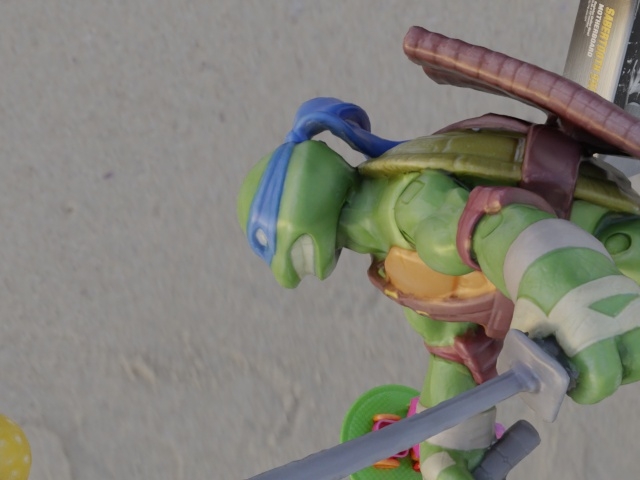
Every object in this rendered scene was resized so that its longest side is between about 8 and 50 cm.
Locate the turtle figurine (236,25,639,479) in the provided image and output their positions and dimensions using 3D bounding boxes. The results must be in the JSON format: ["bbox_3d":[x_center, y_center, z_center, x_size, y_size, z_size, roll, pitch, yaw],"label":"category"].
[{"bbox_3d":[0.096,0.062,0.555,0.266,0.198,0.275,3,39,4],"label":"turtle figurine"}]

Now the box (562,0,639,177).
[{"bbox_3d":[0.290,-0.155,1.309,0.231,0.183,0.056,-17,37,-42],"label":"box"}]

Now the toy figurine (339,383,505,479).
[{"bbox_3d":[0.128,0.200,1.609,0.173,0.159,0.130,10,72,-20],"label":"toy figurine"}]

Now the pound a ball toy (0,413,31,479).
[{"bbox_3d":[-0.196,0.151,0.783,0.136,0.208,0.319,-23,93,-14],"label":"pound a ball toy"}]
